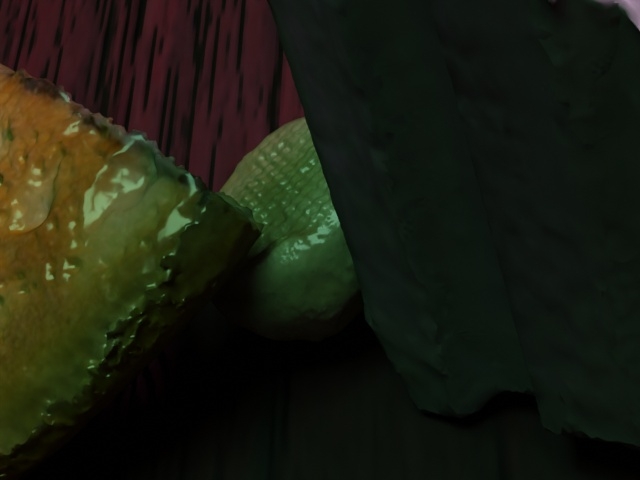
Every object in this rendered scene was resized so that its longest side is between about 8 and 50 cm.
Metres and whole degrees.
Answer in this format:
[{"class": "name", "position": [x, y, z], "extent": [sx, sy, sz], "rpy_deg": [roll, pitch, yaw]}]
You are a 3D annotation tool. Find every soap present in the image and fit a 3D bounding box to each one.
[{"class": "soap", "position": [0.110, -0.078, 0.454], "extent": [0.159, 0.302, 0.258], "rpy_deg": [-41, 40, -25]}]

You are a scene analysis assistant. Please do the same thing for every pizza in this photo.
[{"class": "pizza", "position": [-0.103, 0.009, 0.644], "extent": [0.204, 0.080, 0.188], "rpy_deg": [-29, 52, 22]}]

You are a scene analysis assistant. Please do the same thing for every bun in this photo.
[{"class": "bun", "position": [0.000, 0.000, 0.619], "extent": [0.086, 0.055, 0.086], "rpy_deg": [-30, 34, 23]}]
